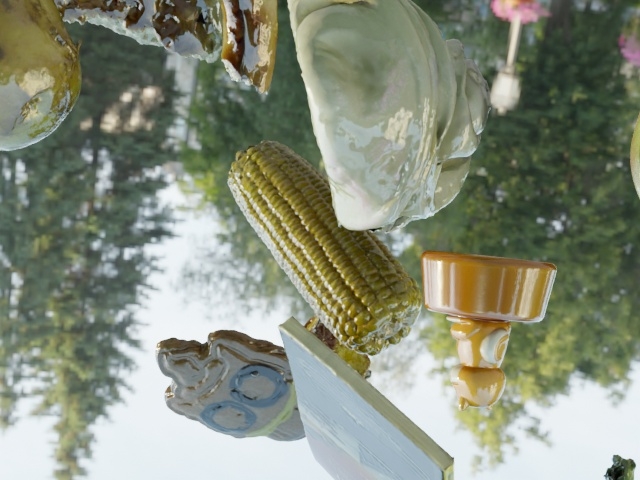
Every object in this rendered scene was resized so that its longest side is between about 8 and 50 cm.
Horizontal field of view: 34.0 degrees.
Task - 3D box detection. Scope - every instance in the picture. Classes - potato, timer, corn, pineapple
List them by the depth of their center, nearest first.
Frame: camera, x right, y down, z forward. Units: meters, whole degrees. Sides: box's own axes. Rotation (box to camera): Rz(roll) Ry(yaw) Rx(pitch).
[{"bbox_3d":[-0.252,-0.142,0.754,0.176,0.137,0.137,31,-156,24],"label":"potato"},{"bbox_3d":[0.157,0.091,1.021,0.132,0.152,0.132,6,180,0],"label":"timer"},{"bbox_3d":[0.000,0.000,1.355,0.131,0.131,0.344,-5,-134,-41],"label":"corn"},{"bbox_3d":[0.005,0.254,2.080,0.161,0.334,0.158,33,150,-17],"label":"pineapple"}]

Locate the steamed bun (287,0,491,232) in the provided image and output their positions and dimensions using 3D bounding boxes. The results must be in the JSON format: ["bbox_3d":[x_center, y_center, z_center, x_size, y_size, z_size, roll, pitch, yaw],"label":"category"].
[{"bbox_3d":[0.086,-0.165,1.189,0.207,0.280,0.268,-15,-136,2],"label":"steamed bun"}]

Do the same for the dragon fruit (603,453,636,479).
[{"bbox_3d":[0.345,0.357,1.187,0.135,0.236,0.137,-3,-159,-6],"label":"dragon fruit"}]

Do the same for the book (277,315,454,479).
[{"bbox_3d":[0.066,0.270,1.290,0.028,0.374,0.262,-40,-121,-21],"label":"book"}]

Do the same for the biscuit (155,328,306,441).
[{"bbox_3d":[-0.118,0.222,1.558,0.290,0.208,0.041,27,-144,-21],"label":"biscuit"}]

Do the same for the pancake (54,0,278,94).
[{"bbox_3d":[-0.129,-0.262,0.898,0.257,0.212,0.056,19,-158,-14],"label":"pancake"}]

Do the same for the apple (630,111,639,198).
[{"bbox_3d":[0.577,-0.125,1.389,0.277,0.319,0.319,27,-167,-8],"label":"apple"}]
